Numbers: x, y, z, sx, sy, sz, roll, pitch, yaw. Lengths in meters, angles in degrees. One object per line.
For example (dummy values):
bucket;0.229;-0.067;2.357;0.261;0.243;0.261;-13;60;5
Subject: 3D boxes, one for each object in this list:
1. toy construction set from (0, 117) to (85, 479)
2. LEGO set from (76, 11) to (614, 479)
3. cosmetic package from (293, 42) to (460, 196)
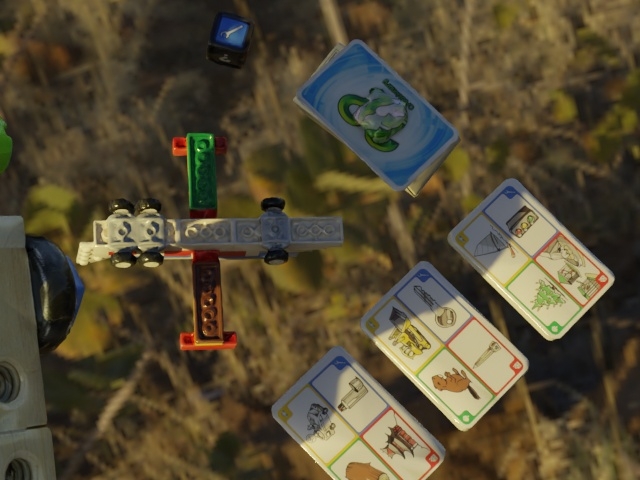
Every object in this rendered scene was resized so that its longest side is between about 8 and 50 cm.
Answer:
toy construction set;-0.182;0.073;0.656;0.215;0.328;0.151;-11;10;38
LEGO set;0.000;0.000;0.827;0.182;0.244;0.060;-44;-8;-19
cosmetic package;0.043;-0.091;1.222;0.115;0.041;0.060;40;90;19
